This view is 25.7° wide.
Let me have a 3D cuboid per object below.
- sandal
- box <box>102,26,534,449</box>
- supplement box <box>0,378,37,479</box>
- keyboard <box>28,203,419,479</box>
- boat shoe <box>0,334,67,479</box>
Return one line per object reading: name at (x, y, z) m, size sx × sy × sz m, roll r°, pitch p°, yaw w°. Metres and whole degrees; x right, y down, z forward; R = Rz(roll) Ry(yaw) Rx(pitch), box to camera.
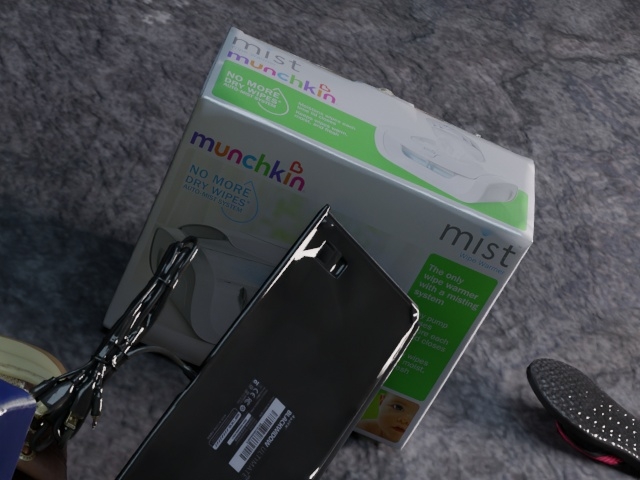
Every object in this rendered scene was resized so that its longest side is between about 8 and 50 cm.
sandal at (0.243, 0.167, 1.215) m, size 0.179 × 0.040 × 0.067 m, roll 35°, pitch 40°, yaw -15°
box at (0.000, 0.000, 1.087) m, size 0.262 × 0.231 × 0.126 m, roll 24°, pitch 34°, yaw -7°
supplement box at (-0.355, 0.103, 0.660) m, size 0.357 × 0.195 × 0.194 m, roll 22°, pitch 10°, yaw 15°
keyboard at (-0.074, 0.103, 0.929) m, size 0.201 × 0.033 × 0.317 m, roll 47°, pitch 62°, yaw -21°
boat shoe at (-0.317, 0.108, 0.857) m, size 0.342 × 0.123 × 0.123 m, roll 16°, pitch 36°, yaw -26°
